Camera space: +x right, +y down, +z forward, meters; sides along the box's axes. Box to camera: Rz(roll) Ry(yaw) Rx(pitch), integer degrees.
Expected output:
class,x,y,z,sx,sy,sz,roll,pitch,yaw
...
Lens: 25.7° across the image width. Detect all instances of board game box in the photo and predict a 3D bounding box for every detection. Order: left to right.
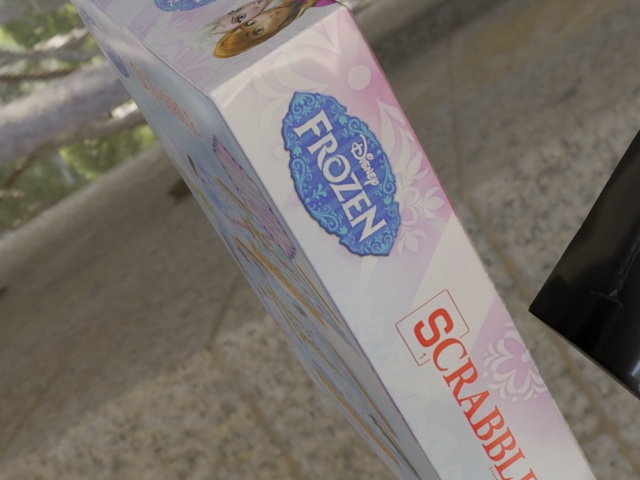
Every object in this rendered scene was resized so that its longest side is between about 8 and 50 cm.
class,x,y,z,sx,sy,sz,roll,pitch,yaw
board game box,0.000,0.000,0.708,0.318,0.066,0.318,59,172,-29

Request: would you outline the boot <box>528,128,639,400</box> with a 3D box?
class,x,y,z,sx,sy,sz,roll,pitch,yaw
boot,0.359,-0.067,0.785,0.367,0.445,0.146,26,180,-26
